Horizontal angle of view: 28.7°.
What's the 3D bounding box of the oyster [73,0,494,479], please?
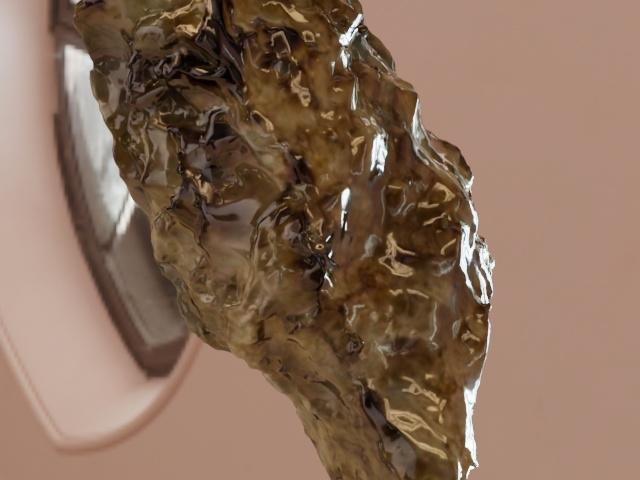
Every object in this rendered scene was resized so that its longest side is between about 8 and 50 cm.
[{"bbox_3d":[0.025,0.000,0.706,0.204,0.396,0.111,-31,-167,-24],"label":"oyster"}]
